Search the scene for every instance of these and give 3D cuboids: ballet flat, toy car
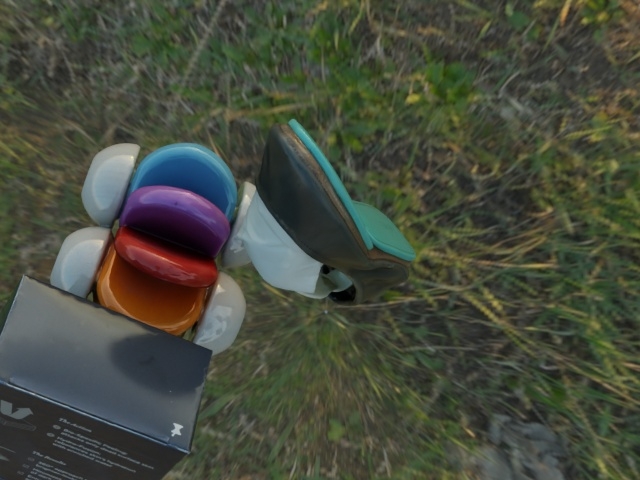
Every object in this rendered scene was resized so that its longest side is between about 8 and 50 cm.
[{"bbox_3d":[0.000,0.000,0.975,0.096,0.280,0.095,-37,65,5],"label":"ballet flat"},{"bbox_3d":[-0.123,0.000,1.039,0.159,0.136,0.182,20,73,-8],"label":"toy car"}]

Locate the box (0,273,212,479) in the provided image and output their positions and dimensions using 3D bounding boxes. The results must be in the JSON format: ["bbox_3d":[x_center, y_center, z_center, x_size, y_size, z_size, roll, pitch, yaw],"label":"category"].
[{"bbox_3d":[-0.187,0.124,0.975,0.156,0.158,0.093,24,52,-16],"label":"box"}]
